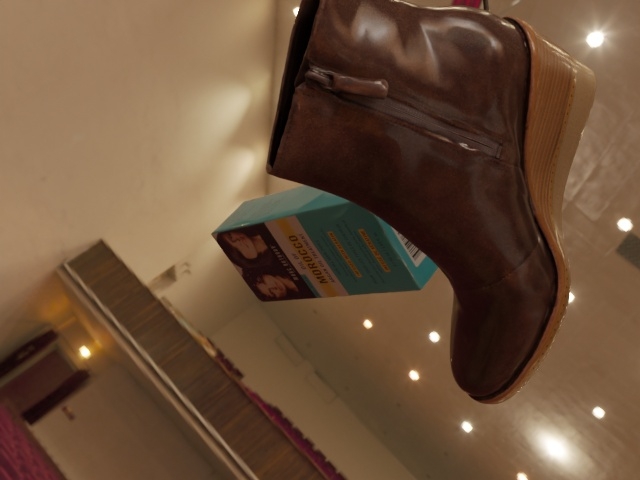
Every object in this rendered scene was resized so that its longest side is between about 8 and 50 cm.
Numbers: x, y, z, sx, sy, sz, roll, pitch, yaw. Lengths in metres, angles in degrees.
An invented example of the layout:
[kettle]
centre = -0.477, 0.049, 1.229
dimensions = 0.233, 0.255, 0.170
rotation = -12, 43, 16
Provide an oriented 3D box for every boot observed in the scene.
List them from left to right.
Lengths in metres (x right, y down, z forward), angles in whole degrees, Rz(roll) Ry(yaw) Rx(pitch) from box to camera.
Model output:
[boot]
centre = 0.060, -0.023, 0.449
dimensions = 0.090, 0.207, 0.248
rotation = -157, -103, -65

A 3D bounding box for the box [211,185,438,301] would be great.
[box]
centre = 0.000, 0.000, 0.696
dimensions = 0.244, 0.060, 0.100
rotation = -10, -60, 51

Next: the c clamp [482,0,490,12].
[c clamp]
centre = 0.178, -0.293, 0.629
dimensions = 0.161, 0.022, 0.137
rotation = 163, -87, -69
